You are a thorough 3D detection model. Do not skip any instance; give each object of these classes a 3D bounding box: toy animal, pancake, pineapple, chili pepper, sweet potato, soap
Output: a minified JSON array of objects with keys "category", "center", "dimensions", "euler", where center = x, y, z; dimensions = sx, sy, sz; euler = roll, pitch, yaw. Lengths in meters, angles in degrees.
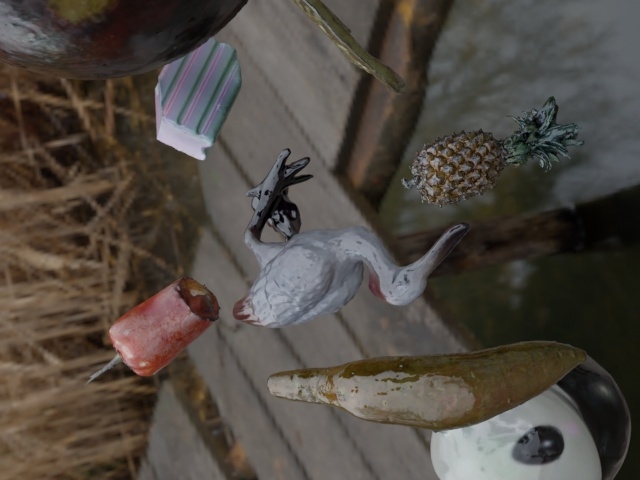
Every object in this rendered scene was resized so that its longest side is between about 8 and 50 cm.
[{"category":"toy animal","center":[0.000,0.024,1.322],"dimensions":[0.324,0.090,0.195],"euler":[27,97,50]},{"category":"pancake","center":[0.015,-0.249,1.498],"dimensions":[0.029,0.212,0.235],"euler":[-45,61,7]},{"category":"pineapple","center":[0.199,-0.101,1.516],"dimensions":[0.103,0.221,0.083],"euler":[-160,51,-79]},{"category":"chili pepper","center":[-0.214,0.121,1.568],"dimensions":[0.084,0.192,0.086],"euler":[54,-175,9]},{"category":"sweet potato","center":[0.101,0.154,1.327],"dimensions":[0.108,0.346,0.079],"euler":[-21,-75,-75]},{"category":"toy animal","center":[0.288,0.272,1.798],"dimensions":[0.250,0.310,0.251],"euler":[2,94,29]},{"category":"soap","center":[-0.158,-0.189,1.623],"dimensions":[0.149,0.100,0.056],"euler":[-69,8,-30]}]

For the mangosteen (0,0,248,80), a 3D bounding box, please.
[{"category":"mangosteen","center":[-0.139,-0.276,0.878],"dimensions":[0.306,0.359,0.306],"euler":[60,178,4]}]
